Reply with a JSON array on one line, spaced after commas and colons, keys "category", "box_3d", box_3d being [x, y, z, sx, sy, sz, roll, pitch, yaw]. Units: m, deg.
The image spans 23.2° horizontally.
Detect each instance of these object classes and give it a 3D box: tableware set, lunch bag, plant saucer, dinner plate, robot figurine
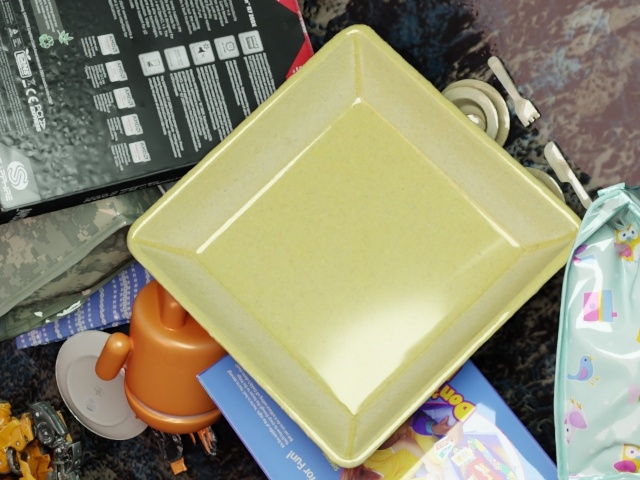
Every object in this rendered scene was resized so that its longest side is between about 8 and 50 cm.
[{"category": "tableware set", "box_3d": [0.175, -0.076, 1.580, 0.128, 0.039, 0.194, -38, 77, 27]}, {"category": "lunch bag", "box_3d": [-0.323, -0.045, 1.752, 0.287, 0.169, 0.235, -33, 77, 24]}, {"category": "plant saucer", "box_3d": [0.036, 0.007, 1.548, 0.333, 0.081, 0.333, -43, 72, -7]}, {"category": "dinner plate", "box_3d": [-0.258, 0.174, 1.842, 0.141, 0.017, 0.141, 12, 116, 26]}, {"category": "robot figurine", "box_3d": [-0.152, 0.123, 1.713, 0.128, 0.158, 0.219, 35, 135, 25]}, {"category": "lunch bag", "box_3d": [0.300, 0.076, 1.422, 0.160, 0.223, 0.262, -3, 92, 23]}, {"category": "robot figurine", "box_3d": [-0.347, 0.330, 1.888, 0.211, 0.085, 0.291, -16, 88, 29]}]

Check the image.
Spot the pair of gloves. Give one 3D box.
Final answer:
[{"category": "pair of gloves", "box_3d": [-0.157, 0.228, 1.814, 0.083, 0.010, 0.074, -33, 81, 30]}]

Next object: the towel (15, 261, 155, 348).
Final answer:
[{"category": "towel", "box_3d": [-0.256, -0.017, 1.826, 0.336, 0.040, 0.243, -15, 87, 30]}]

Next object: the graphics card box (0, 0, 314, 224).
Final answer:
[{"category": "graphics card box", "box_3d": [-0.191, -0.170, 1.603, 0.094, 0.370, 0.233, -23, 84, 65]}]

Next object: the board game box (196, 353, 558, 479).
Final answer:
[{"category": "board game box", "box_3d": [0.069, 0.207, 1.560, 0.233, 0.078, 0.347, -36, 67, -4]}]

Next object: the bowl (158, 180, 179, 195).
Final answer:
[{"category": "bowl", "box_3d": [-0.127, -0.102, 1.708, 0.142, 0.053, 0.142, -26, 82, -15]}]
